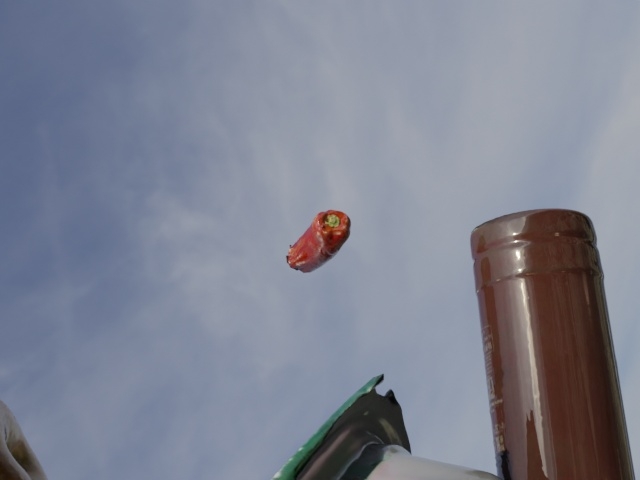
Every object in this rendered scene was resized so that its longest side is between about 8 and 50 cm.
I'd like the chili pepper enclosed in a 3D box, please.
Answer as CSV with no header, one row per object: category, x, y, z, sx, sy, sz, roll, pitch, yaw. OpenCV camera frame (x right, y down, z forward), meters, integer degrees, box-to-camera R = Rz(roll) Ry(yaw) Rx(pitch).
chili pepper,0.000,0.000,1.435,0.073,0.070,0.123,-17,-18,-38

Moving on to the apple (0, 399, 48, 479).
apple,-0.567,0.387,1.269,0.347,0.391,0.391,-31,-45,-18

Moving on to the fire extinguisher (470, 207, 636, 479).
fire extinguisher,0.191,0.155,0.693,0.138,0.102,0.343,21,-121,-52

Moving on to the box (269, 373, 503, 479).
box,0.065,0.267,0.506,0.264,0.106,0.336,-33,-69,-58
